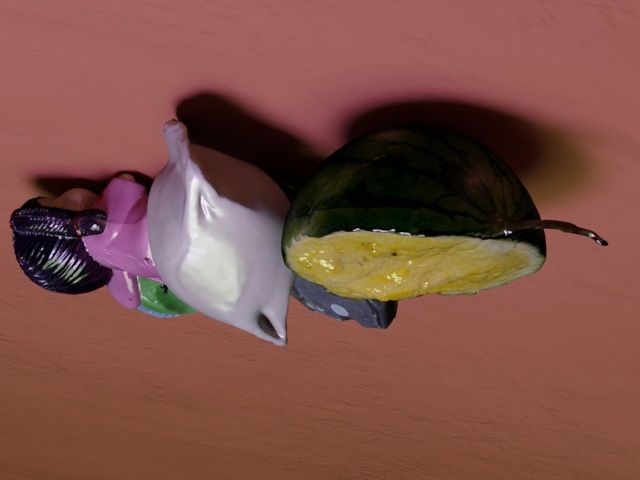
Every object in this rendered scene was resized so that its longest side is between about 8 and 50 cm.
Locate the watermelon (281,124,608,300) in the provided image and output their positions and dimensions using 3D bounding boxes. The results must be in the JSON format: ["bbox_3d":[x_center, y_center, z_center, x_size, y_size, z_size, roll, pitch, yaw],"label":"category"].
[{"bbox_3d":[0.078,-0.026,1.483,0.204,0.127,0.232,11,160,-28],"label":"watermelon"}]

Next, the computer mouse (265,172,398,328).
[{"bbox_3d":[0.003,-0.002,1.676,0.126,0.071,0.231,13,152,40],"label":"computer mouse"}]

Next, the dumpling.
[{"bbox_3d":[-0.087,-0.011,1.568,0.151,0.124,0.229,46,158,53],"label":"dumpling"}]

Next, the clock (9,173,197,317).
[{"bbox_3d":[-0.174,0.012,1.759,0.196,0.100,0.194,0,158,31],"label":"clock"}]
